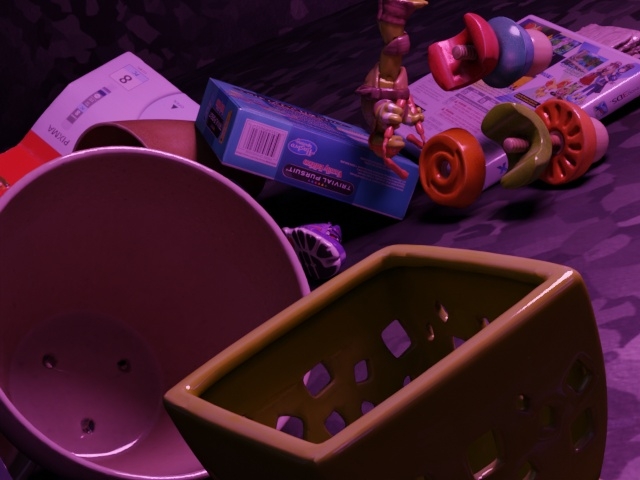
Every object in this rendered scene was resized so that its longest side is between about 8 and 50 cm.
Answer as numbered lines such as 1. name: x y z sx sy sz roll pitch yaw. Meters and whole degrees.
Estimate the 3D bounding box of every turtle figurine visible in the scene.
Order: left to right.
1. turtle figurine: 0.089 -0.195 1.640 0.087 0.217 0.269 7 9 12

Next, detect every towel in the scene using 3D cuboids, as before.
1. towel: 0.335 -0.240 1.941 0.282 0.049 0.187 -28 16 -4

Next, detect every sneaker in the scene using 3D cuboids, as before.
1. sneaker: 0.000 0.000 1.658 0.071 0.068 0.170 -23 16 -13

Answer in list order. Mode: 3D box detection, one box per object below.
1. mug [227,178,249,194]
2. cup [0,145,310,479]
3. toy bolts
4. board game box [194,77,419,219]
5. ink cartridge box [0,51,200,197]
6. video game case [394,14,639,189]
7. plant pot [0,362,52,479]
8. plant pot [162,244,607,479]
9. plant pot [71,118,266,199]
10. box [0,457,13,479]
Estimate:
1. mug: -0.123 -0.001 1.715 0.097 0.129 0.158 -32 19 -13
2. cup: -0.203 0.108 1.280 0.331 0.331 0.237 -38 -5 -36
3. toy bolts: 0.231 -0.158 1.614 0.158 0.228 0.218 -7 -15 -37
4. board game box: -0.029 -0.132 1.815 0.254 0.079 0.336 17 9 -15
5. ink cartridge box: -0.350 -0.129 2.151 0.385 0.308 0.091 -37 -23 -37
6. video game case: 0.255 -0.198 1.815 0.300 0.036 0.329 -31 29 -8
7. plant pot: -0.496 0.185 1.450 0.323 0.323 0.280 -38 6 -37
8. plant pot: 0.064 0.149 0.889 0.227 0.207 0.228 -32 18 -24
9. plant pot: -0.212 -0.090 1.992 0.237 0.237 0.254 -7 11 44
10. box: -0.412 0.223 1.090 0.312 0.343 0.179 -6 25 46
